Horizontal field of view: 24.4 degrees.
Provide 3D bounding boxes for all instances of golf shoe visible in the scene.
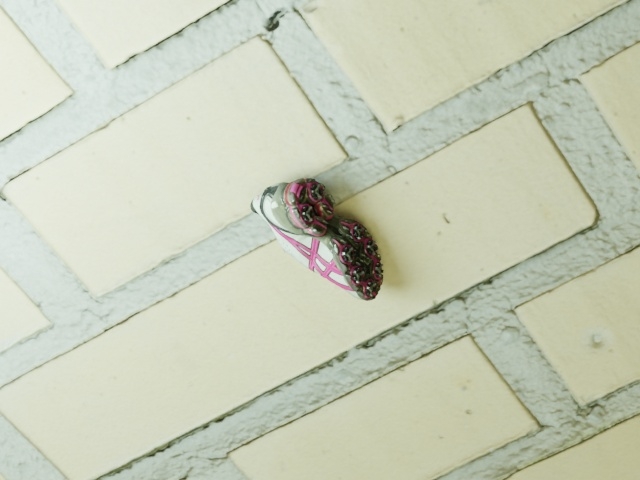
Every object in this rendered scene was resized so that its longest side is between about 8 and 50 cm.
[{"bbox_3d":[0.000,0.000,1.646,0.086,0.067,0.186,-9,133,42],"label":"golf shoe"}]
